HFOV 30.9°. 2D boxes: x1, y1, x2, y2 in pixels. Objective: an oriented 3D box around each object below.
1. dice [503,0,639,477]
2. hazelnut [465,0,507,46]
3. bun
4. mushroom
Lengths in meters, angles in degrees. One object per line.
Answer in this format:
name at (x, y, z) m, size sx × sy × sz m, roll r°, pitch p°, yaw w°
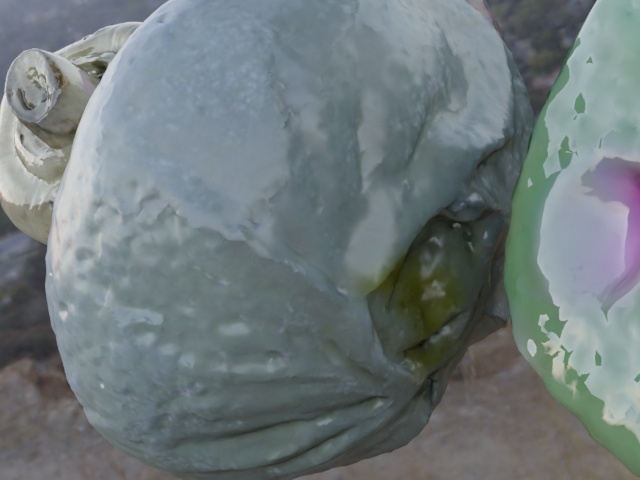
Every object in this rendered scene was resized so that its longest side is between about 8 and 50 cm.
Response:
dice at (0.306, -0.003, 0.544) m, size 0.322 × 0.318 × 0.330 m, roll 19°, pitch 12°, yaw -34°
hazelnut at (0.093, -0.151, 1.059) m, size 0.178 × 0.204 × 0.178 m, roll -5°, pitch 5°, yaw 0°
bun at (0.000, 0.000, 0.730) m, size 0.211 × 0.362 × 0.362 m, roll 31°, pitch 47°, yaw 32°
mushroom at (-0.242, -0.124, 1.207) m, size 0.254 × 0.234 × 0.260 m, roll 15°, pitch 72°, yaw 29°
